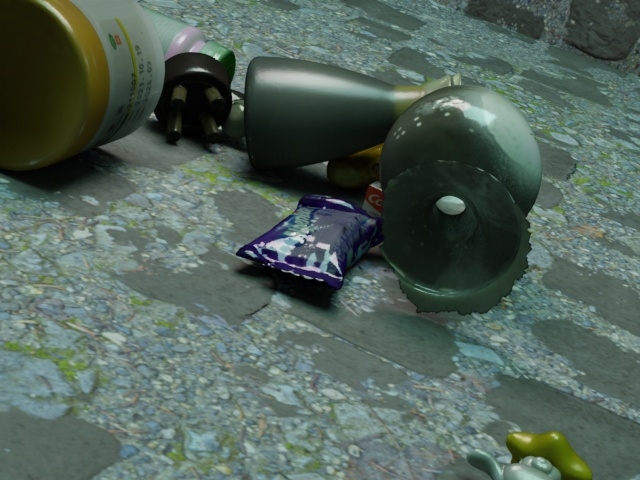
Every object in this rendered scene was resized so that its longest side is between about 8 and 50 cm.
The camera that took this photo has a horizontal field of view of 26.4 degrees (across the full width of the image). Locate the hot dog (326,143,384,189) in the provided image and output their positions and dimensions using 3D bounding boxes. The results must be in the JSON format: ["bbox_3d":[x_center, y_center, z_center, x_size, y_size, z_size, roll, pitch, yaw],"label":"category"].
[{"bbox_3d":[0.098,-0.132,2.212,0.087,0.061,0.286,13,20,32],"label":"hot dog"}]

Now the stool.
[{"bbox_3d":[-0.176,-0.208,2.124,0.217,0.125,0.121,25,29,-34],"label":"stool"}]

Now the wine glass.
[{"bbox_3d":[0.188,-0.076,1.849,0.238,0.238,0.323,19,30,4],"label":"wine glass"}]

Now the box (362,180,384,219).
[{"bbox_3d":[0.164,-0.021,2.011,0.218,0.055,0.039,26,21,18],"label":"box"}]

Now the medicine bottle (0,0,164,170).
[{"bbox_3d":[-0.361,-0.229,1.849,0.238,0.238,0.232,24,21,15],"label":"medicine bottle"}]

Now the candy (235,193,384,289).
[{"bbox_3d":[0.000,0.000,1.811,0.145,0.070,0.275,17,24,14],"label":"candy"}]

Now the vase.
[{"bbox_3d":[0.052,-0.195,2.058,0.321,0.173,0.173,-1,21,5],"label":"vase"}]

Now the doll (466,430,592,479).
[{"bbox_3d":[0.229,0.246,1.402,0.113,0.071,0.135,-12,40,-38],"label":"doll"}]

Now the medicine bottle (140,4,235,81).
[{"bbox_3d":[-0.281,-0.314,2.267,0.274,0.133,0.133,24,22,15],"label":"medicine bottle"}]
